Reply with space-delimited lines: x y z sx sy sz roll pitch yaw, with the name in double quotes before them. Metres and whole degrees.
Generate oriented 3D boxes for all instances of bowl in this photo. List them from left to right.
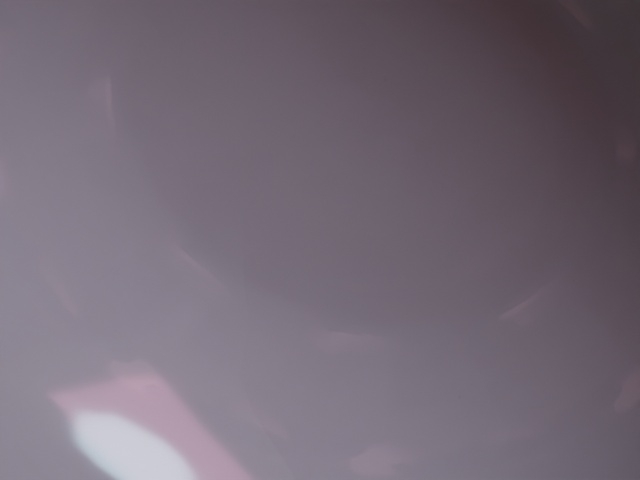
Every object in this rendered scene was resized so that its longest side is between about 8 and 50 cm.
"bowl" 0.000 0.000 0.477 0.298 0.298 0.134 39 36 -13
